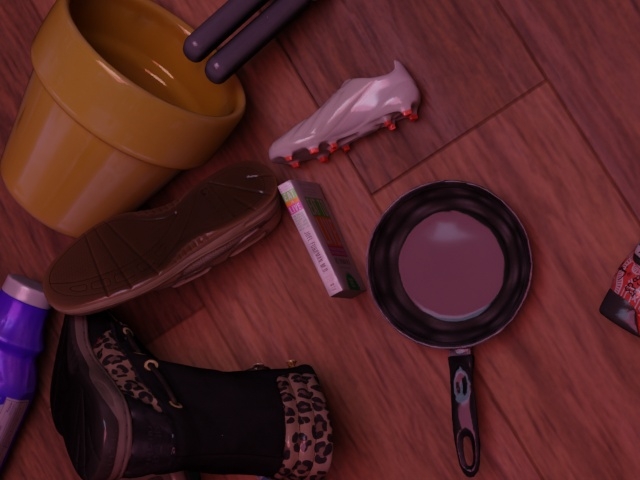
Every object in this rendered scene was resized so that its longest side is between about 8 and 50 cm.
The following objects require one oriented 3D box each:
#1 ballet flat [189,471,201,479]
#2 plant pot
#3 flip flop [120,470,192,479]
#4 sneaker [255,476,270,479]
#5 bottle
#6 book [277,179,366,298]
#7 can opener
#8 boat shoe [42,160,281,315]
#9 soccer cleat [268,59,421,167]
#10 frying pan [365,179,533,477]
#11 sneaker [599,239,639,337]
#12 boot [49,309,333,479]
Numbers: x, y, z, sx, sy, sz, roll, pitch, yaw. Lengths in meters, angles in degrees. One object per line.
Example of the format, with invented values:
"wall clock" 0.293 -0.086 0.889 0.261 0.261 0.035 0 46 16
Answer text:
"ballet flat" -0.175 0.307 1.957 0.070 0.070 0.188 -23 78 15
"plant pot" -0.256 -0.140 1.921 0.254 0.254 0.239 46 116 14
"flip flop" -0.259 0.338 1.940 0.277 0.080 0.112 -35 78 37
"sneaker" -0.056 0.384 1.913 0.086 0.085 0.237 13 95 43
"bottle" -0.417 0.182 2.018 0.118 0.092 0.283 27 95 18
"book" 0.000 0.000 1.898 0.035 0.096 0.144 -28 80 13
"can opener" -0.046 -0.300 1.898 0.280 0.093 0.074 -44 85 -13
"boat shoe" -0.181 0.014 1.905 0.302 0.098 0.109 -29 59 -11
"soccer cleat" 0.025 -0.148 1.918 0.196 0.068 0.076 -23 76 8
"frying pan" 0.181 0.085 1.863 0.197 0.053 0.326 -30 81 13
"sneaker" 0.453 0.078 1.759 0.270 0.090 0.145 29 98 19
"boot" -0.161 0.178 1.887 0.284 0.377 0.138 6 104 -18
